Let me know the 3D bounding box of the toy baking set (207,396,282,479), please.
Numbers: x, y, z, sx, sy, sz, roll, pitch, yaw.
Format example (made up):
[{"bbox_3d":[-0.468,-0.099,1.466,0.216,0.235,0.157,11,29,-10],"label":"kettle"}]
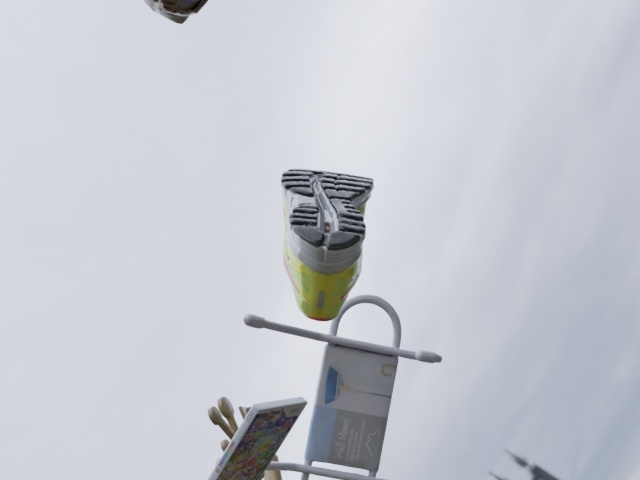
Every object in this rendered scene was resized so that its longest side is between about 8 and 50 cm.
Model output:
[{"bbox_3d":[-0.115,0.356,1.680,0.030,0.256,0.197,-30,-43,16],"label":"toy baking set"}]

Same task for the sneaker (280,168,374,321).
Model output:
[{"bbox_3d":[0.000,0.000,0.929,0.208,0.081,0.094,-76,-9,-67],"label":"sneaker"}]

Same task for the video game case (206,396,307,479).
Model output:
[{"bbox_3d":[-0.067,0.204,1.040,0.087,0.011,0.122,5,-61,-59],"label":"video game case"}]

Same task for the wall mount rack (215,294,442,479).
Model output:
[{"bbox_3d":[0.009,0.240,1.569,0.130,0.304,0.350,160,121,-77],"label":"wall mount rack"}]

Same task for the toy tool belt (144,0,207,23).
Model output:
[{"bbox_3d":[-0.082,-0.177,0.658,0.051,0.052,0.083,123,170,-86],"label":"toy tool belt"}]
